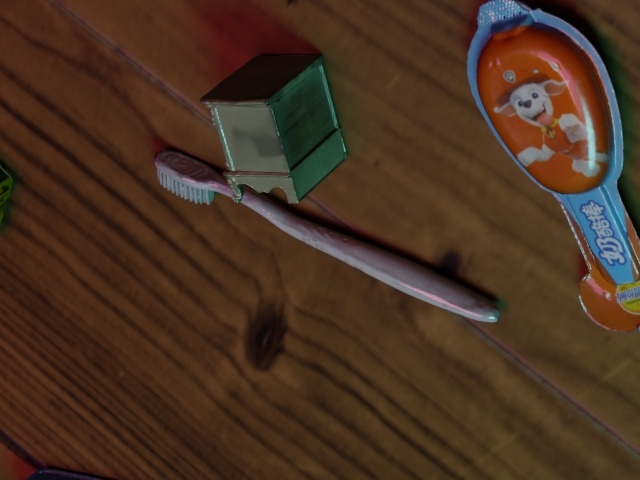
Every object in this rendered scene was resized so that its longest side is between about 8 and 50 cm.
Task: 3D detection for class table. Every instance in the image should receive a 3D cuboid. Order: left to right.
[{"bbox_3d":[-0.032,-0.079,1.427,0.062,0.079,0.083,3,121,35],"label":"table"}]

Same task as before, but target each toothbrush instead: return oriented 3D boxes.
[{"bbox_3d":[0.000,0.000,1.493,0.307,0.025,0.030,25,138,24],"label":"toothbrush"}]

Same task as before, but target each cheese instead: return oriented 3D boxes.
[{"bbox_3d":[0.170,-0.046,1.323,0.106,0.037,0.256,-13,109,43],"label":"cheese"}]

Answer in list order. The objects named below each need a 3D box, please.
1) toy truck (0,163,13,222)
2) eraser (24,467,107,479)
[{"bbox_3d":[-0.292,-0.034,1.678,0.054,0.049,0.083,36,135,11],"label":"toy truck"},{"bbox_3d":[-0.129,0.292,1.772,0.311,0.042,0.144,7,123,34],"label":"eraser"}]
